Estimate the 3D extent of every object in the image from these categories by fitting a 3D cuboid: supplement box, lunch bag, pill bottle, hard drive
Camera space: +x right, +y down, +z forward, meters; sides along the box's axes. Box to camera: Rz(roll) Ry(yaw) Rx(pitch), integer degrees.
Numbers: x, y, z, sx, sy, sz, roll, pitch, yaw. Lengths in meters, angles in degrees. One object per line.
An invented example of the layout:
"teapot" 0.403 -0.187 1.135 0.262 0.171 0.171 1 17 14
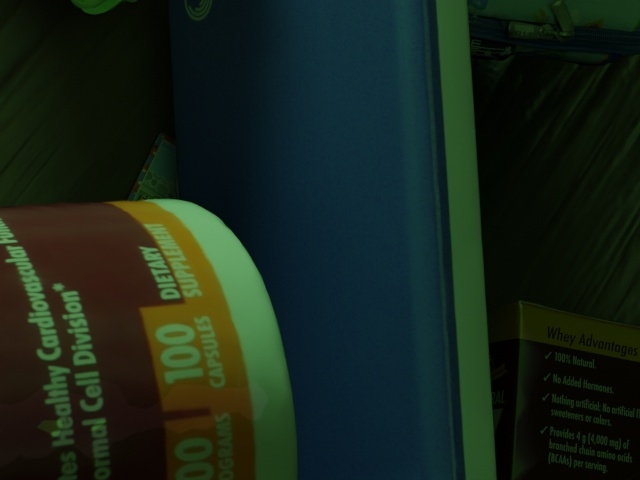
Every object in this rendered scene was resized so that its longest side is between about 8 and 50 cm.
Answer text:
"supplement box" 0.153 0.154 1.143 0.191 0.129 0.194 12 74 -25
"lunch bag" 0.079 -0.155 1.116 0.176 0.219 0.090 1 102 -33
"pill bottle" -0.228 0.099 0.898 0.392 0.224 0.224 -4 82 -29
"hard drive" 0.000 0.000 1.029 0.040 0.210 0.319 0 85 -40

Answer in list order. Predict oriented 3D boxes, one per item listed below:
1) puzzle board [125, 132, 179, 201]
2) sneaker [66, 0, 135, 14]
"puzzle board" -0.057 0.010 1.130 0.128 0.011 0.096 32 67 -19
"sneaker" -0.136 -0.353 1.098 0.202 0.185 0.483 1 78 -5
